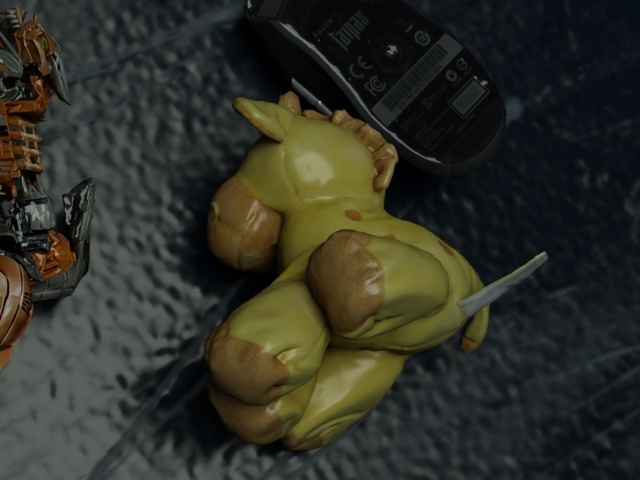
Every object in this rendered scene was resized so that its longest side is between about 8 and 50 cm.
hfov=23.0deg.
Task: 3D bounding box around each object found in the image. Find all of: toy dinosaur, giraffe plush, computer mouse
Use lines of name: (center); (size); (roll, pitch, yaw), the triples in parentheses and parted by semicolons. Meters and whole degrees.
toy dinosaur: (-0.224, 0.011, 0.852); (0.218, 0.164, 0.321); (19, 48, -31)
giraffe plush: (0.000, 0.000, 0.933); (0.210, 0.181, 0.170); (-28, 66, -13)
computer mouse: (0.026, -0.161, 1.031); (0.262, 0.060, 0.184); (38, 62, -2)
